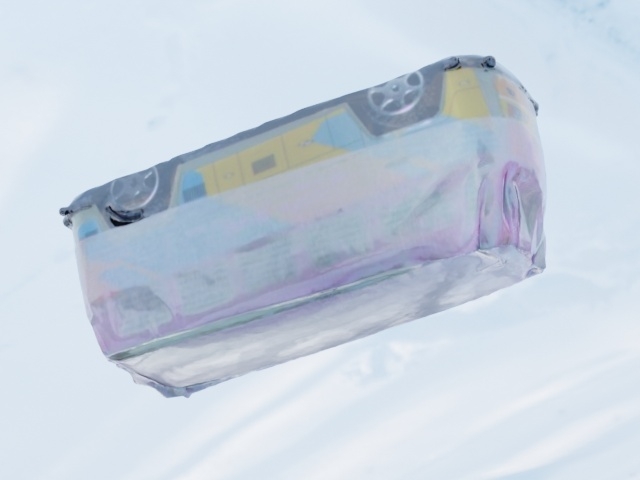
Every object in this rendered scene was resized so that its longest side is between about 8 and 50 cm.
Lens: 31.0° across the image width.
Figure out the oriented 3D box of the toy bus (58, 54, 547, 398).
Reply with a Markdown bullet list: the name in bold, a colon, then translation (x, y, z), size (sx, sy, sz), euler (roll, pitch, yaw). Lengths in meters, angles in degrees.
- **toy bus**: translation (0.000, 0.000, 0.921), size (0.386, 0.162, 0.171), euler (-19, 159, 16)
